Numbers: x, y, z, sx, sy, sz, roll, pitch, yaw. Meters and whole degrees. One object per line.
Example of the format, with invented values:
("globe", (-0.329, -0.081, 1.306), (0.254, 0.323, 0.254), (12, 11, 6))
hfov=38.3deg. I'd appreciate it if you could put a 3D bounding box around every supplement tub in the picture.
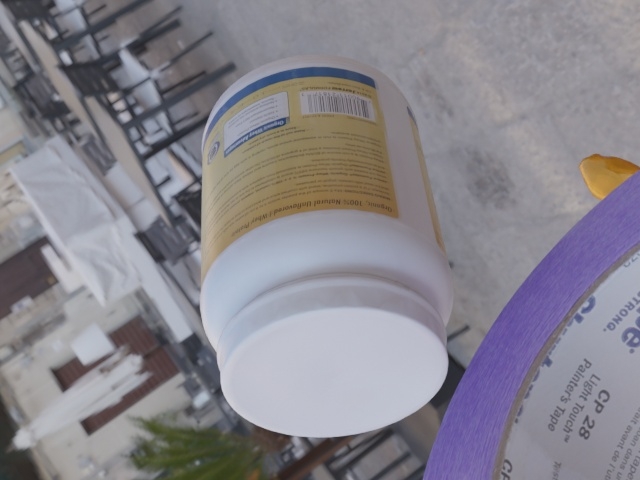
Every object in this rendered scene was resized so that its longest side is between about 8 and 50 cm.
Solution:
("supplement tub", (0.000, 0.000, 0.553), (0.144, 0.144, 0.200), (70, -170, -47))

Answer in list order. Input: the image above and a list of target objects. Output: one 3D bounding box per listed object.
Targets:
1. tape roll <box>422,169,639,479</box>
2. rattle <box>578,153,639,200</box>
("tape roll", (0.152, 0.076, 0.299), (0.090, 0.275, 0.275), (37, 173, -19))
("rattle", (0.263, 0.038, 0.747), (0.142, 0.200, 0.130), (25, 171, -7))
